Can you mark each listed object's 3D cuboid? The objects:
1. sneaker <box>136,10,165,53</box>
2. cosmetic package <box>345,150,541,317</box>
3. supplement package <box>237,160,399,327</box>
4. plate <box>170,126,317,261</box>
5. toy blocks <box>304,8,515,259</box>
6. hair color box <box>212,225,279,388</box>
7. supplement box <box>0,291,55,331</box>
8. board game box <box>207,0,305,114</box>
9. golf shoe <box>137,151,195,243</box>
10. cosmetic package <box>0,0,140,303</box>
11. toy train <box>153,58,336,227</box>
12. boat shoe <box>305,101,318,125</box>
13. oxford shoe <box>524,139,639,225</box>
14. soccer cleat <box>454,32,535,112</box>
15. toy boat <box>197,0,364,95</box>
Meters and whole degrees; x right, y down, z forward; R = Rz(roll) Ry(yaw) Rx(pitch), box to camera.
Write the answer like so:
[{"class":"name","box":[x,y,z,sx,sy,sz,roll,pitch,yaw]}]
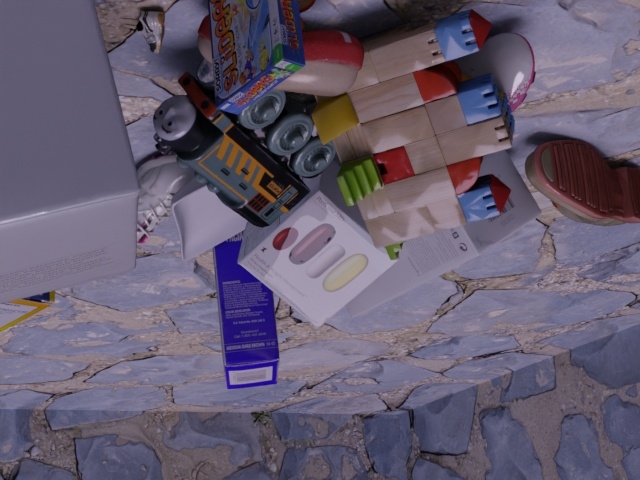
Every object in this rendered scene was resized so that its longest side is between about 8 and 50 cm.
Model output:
[{"class":"sneaker","box":[-0.229,-0.283,1.499,0.037,0.032,0.083,9,153,-5]},{"class":"cosmetic package","box":[0.197,-0.010,2.097,0.217,0.156,0.385,-29,180,-42]},{"class":"supplement package","box":[0.000,0.000,1.926,0.194,0.149,0.203,40,115,-18]},{"class":"plate","box":[-0.135,-0.089,1.912,0.278,0.045,0.277,-30,163,-13]},{"class":"toy blocks","box":[0.156,-0.163,1.592,0.260,0.381,0.191,-15,-158,18]},{"class":"hair color box","box":[-0.144,0.091,2.093,0.110,0.339,0.185,-7,160,-6]},{"class":"supplement box","box":[-0.667,0.065,2.057,0.194,0.195,0.356,12,154,-42]},{"class":"board game box","box":[-0.081,-0.270,1.325,0.035,0.201,0.136,10,153,-38]},{"class":"golf shoe","box":[-0.298,-0.058,1.929,0.306,0.140,0.115,-19,155,27]},{"class":"cosmetic package","box":[-0.409,-0.116,1.318,0.327,0.329,0.394,-14,170,-13]},{"class":"toy train","box":[-0.110,-0.148,1.650,0.190,0.142,0.334,-44,148,5]},{"class":"boat shoe","box":[0.061,-0.174,1.829,0.077,0.070,0.219,-22,155,35]},{"class":"oxford shoe","box":[0.488,-0.089,2.122,0.146,0.141,0.397,-15,158,40]},{"class":"soccer cleat","box":[0.191,-0.204,1.696,0.143,0.116,0.331,-17,170,-33]},{"class":"toy boat","box":[-0.043,-0.275,1.424,0.151,0.151,0.231,-1,-158,-46]}]
